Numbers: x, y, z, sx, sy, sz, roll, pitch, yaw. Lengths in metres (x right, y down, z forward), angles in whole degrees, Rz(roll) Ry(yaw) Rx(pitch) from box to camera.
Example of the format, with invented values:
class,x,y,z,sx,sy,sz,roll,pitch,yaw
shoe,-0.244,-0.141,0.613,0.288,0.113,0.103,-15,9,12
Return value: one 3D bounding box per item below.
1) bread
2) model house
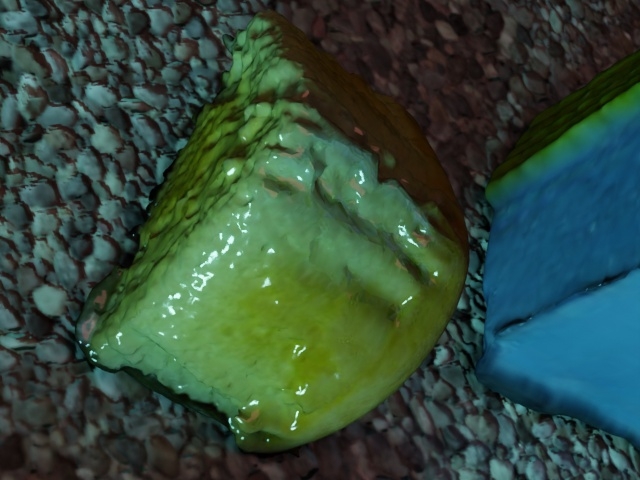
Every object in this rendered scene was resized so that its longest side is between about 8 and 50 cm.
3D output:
class,x,y,z,sx,sy,sz,roll,pitch,yaw
bread,0.000,0.000,0.854,0.204,0.162,0.262,35,64,-31
model house,0.252,-0.026,0.999,0.215,0.237,0.303,23,54,-27
